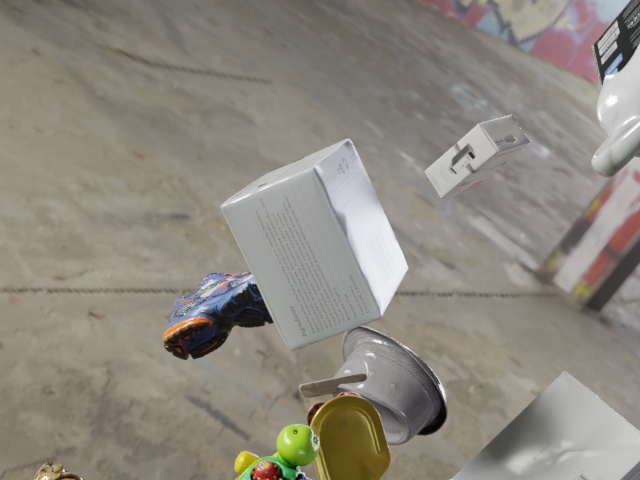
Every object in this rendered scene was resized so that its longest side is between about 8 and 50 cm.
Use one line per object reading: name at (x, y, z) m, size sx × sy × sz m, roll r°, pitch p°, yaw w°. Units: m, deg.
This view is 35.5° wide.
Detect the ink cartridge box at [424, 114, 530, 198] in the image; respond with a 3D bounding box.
ink cartridge box at (0.245, -0.131, 1.563) m, size 0.099 × 0.135 × 0.056 m, roll -18°, pitch 72°, yaw -46°

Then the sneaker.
sneaker at (-0.113, 0.069, 1.292) m, size 0.083 × 0.221 × 0.087 m, roll 48°, pitch 23°, yaw -45°

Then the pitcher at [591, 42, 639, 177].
pitcher at (0.310, -0.143, 0.808) m, size 0.125 × 0.207 × 0.178 m, roll 42°, pitch 46°, yaw -2°

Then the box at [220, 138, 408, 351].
box at (0.000, 0.000, 1.135) m, size 0.182 × 0.119 × 0.181 m, roll 65°, pitch 19°, yaw -9°

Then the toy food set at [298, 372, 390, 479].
toy food set at (0.033, 0.315, 1.630) m, size 0.128 × 0.218 × 0.071 m, roll -16°, pitch 9°, yaw -18°

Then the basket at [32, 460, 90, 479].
basket at (-0.243, 0.397, 0.891) m, size 0.213 × 0.299 × 0.223 m, roll 49°, pitch -13°, yaw -29°

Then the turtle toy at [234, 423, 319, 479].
turtle toy at (-0.041, 0.248, 1.010) m, size 0.095 × 0.130 × 0.066 m, roll 25°, pitch -20°, yaw -12°

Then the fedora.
fedora at (0.116, 0.311, 2.006) m, size 0.275 × 0.244 × 0.124 m, roll 34°, pitch 50°, yaw 21°

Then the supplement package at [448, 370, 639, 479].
supplement package at (0.298, 0.307, 1.195) m, size 0.149 × 0.194 × 0.203 m, roll 44°, pitch -6°, yaw 44°

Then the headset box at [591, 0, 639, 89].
headset box at (0.609, -0.296, 1.525) m, size 0.283 × 0.246 × 0.131 m, roll 17°, pitch 48°, yaw -18°
